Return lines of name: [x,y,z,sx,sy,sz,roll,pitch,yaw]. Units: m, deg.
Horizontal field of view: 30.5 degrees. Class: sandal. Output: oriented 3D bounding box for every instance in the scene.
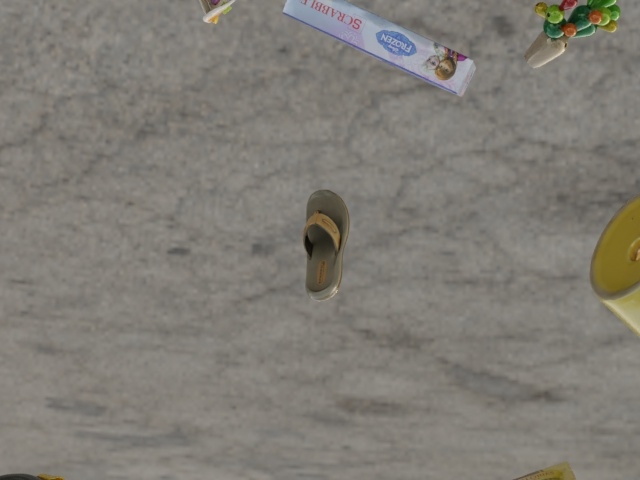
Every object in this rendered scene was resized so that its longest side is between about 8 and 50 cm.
sandal: [0.000,0.000,1.702,0.072,0.180,0.049,-13,147,30]

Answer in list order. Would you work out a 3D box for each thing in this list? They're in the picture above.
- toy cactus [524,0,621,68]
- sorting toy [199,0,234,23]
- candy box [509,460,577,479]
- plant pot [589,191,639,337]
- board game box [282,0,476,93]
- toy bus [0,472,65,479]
toy cactus: [0.392,-0.348,1.866,0.180,0.112,0.219,-41,173,37]
sorting toy: [-0.129,-0.334,1.555,0.075,0.083,0.045,-32,151,16]
candy box: [0.214,0.355,1.240,0.183,0.087,0.316,-20,-170,6]
plant pot: [0.478,0.058,1.466,0.239,0.254,0.254,28,150,-18]
board game box: [0.112,-0.344,2.031,0.318,0.066,0.318,26,-171,6]
toy bus: [-0.388,0.317,1.179,0.211,0.149,0.220,11,-159,25]
